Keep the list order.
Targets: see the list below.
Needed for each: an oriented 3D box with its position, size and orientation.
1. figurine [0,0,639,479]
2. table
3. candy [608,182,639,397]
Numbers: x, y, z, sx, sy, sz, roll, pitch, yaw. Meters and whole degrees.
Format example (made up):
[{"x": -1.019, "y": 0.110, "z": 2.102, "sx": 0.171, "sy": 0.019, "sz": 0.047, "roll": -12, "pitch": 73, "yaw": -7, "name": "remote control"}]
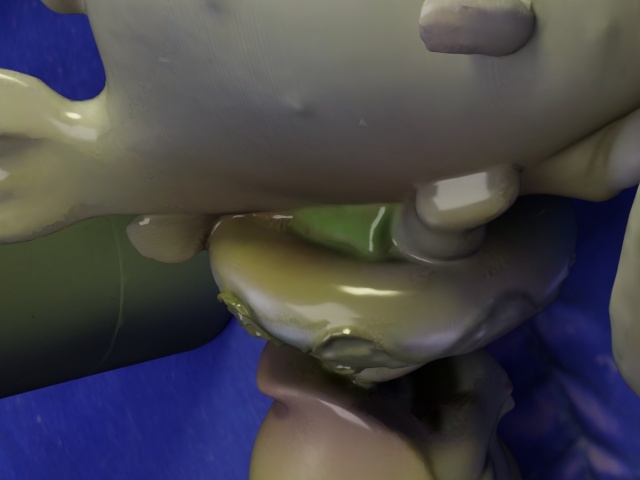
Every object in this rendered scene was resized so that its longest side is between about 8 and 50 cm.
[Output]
[{"x": 0.000, "y": 0.000, "z": 0.511, "sx": 0.226, "sy": 0.275, "sz": 0.394, "roll": -92, "pitch": -2, "yaw": -58, "name": "figurine"}, {"x": -0.159, "y": 0.014, "z": 0.661, "sx": 0.126, "sy": 0.220, "sz": 0.126, "roll": 14, "pitch": 109, "yaw": 45, "name": "table"}, {"x": 0.247, "y": 0.026, "z": 0.273, "sx": 0.359, "sy": 0.208, "sz": 0.145, "roll": 34, "pitch": 128, "yaw": 34, "name": "candy"}]
